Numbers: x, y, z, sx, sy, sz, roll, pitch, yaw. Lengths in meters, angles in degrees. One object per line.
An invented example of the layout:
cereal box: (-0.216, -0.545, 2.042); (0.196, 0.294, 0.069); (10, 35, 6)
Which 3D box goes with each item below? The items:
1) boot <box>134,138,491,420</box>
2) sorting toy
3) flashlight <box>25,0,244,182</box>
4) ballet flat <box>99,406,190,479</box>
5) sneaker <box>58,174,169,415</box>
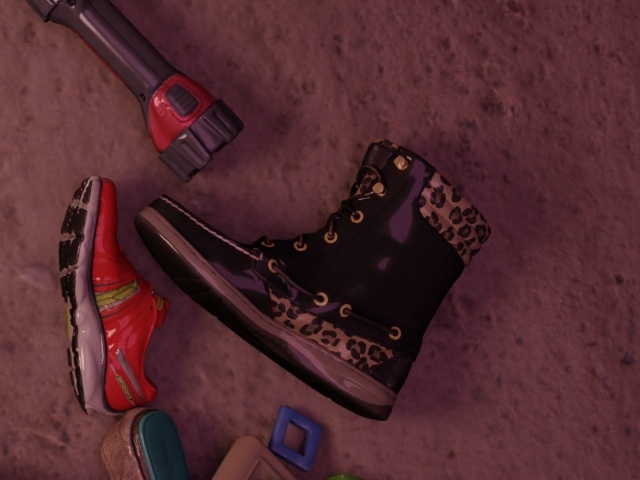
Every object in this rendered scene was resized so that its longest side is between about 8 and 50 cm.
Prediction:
boot: (0.000, 0.000, 1.728); (0.377, 0.138, 0.284); (38, 77, -7)
sorting toy: (-0.054, 0.344, 1.666); (0.196, 0.047, 0.347); (46, 49, -16)
flashlight: (-0.226, -0.208, 1.702); (0.304, 0.103, 0.103); (46, 112, -5)
ballet flat: (-0.179, 0.349, 1.674); (0.108, 0.106, 0.316); (3, 67, -52)
sneaker: (-0.234, 0.061, 1.693); (0.118, 0.107, 0.279); (-5, 100, -20)
